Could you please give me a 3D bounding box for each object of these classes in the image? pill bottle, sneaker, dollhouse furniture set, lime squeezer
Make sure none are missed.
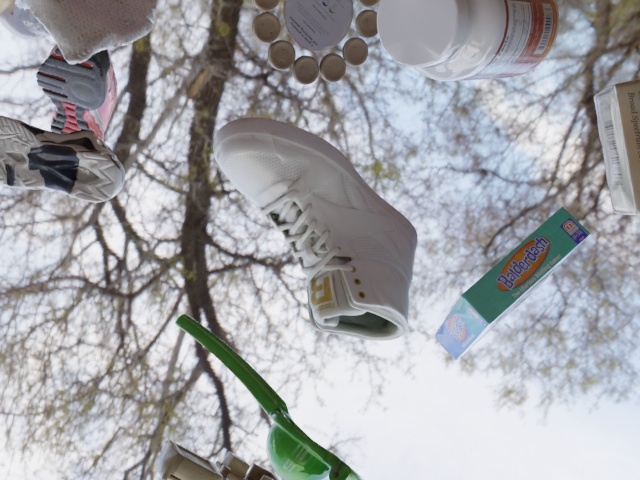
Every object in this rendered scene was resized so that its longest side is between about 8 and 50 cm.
[{"bbox_3d":[0.156,-0.230,0.864,0.121,0.121,0.216,48,-145,20],"label":"pill bottle"},{"bbox_3d":[0.000,0.000,0.891,0.292,0.108,0.169,33,-136,-28],"label":"sneaker"},{"bbox_3d":[-0.123,0.286,0.887,0.182,0.161,0.101,34,-97,-21],"label":"dollhouse furniture set"},{"bbox_3d":[-0.394,-0.124,1.198,0.235,0.094,0.153,12,-173,-5],"label":"sneaker"},{"bbox_3d":[-0.022,0.163,0.511,0.059,0.110,0.310,28,-143,-45],"label":"lime squeezer"},{"bbox_3d":[-0.406,-0.278,1.408,0.116,0.314,0.136,19,-117,-9],"label":"sneaker"}]

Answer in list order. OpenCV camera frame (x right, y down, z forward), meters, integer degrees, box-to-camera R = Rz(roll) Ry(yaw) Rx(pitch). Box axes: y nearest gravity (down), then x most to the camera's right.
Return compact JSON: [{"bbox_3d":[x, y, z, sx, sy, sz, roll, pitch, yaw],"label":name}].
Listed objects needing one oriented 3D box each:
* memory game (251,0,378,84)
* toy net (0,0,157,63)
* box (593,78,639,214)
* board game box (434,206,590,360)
[{"bbox_3d":[-0.003,-0.285,1.018,0.186,0.186,0.012,-1,-164,-29],"label":"memory game"},{"bbox_3d":[-0.184,-0.127,0.351,0.232,0.045,0.122,1,-115,-42],"label":"toy net"},{"bbox_3d":[0.472,-0.124,0.879,0.311,0.148,0.121,-12,-178,9],"label":"box"},{"bbox_3d":[0.222,0.059,0.986,0.160,0.210,0.047,-39,-104,-13],"label":"board game box"}]
